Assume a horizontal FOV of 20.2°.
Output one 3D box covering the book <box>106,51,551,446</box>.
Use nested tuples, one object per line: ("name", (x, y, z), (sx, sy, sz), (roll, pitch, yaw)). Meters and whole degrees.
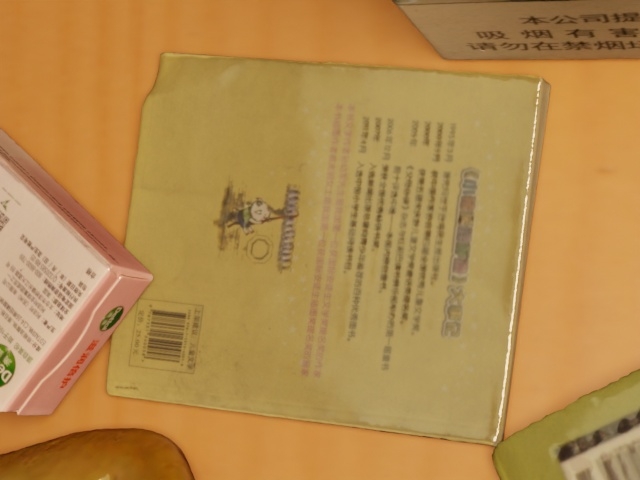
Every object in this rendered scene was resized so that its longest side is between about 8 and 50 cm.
("book", (0.000, 0.000, 0.824), (0.192, 0.013, 0.168), (6, 85, 18))

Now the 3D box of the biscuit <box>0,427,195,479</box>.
("biscuit", (-0.156, 0.180, 0.789), (0.260, 0.041, 0.203), (-45, 45, -17))

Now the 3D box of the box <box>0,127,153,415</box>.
("box", (-0.152, 0.011, 0.847), (0.125, 0.043, 0.089), (43, 101, 22))

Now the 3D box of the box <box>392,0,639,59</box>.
("box", (0.099, -0.131, 0.683), (0.164, 0.256, 0.069), (1, 81, 18))

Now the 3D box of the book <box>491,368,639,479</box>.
("book", (0.239, 0.191, 0.712), (0.239, 0.035, 0.352), (-27, 76, 14))
